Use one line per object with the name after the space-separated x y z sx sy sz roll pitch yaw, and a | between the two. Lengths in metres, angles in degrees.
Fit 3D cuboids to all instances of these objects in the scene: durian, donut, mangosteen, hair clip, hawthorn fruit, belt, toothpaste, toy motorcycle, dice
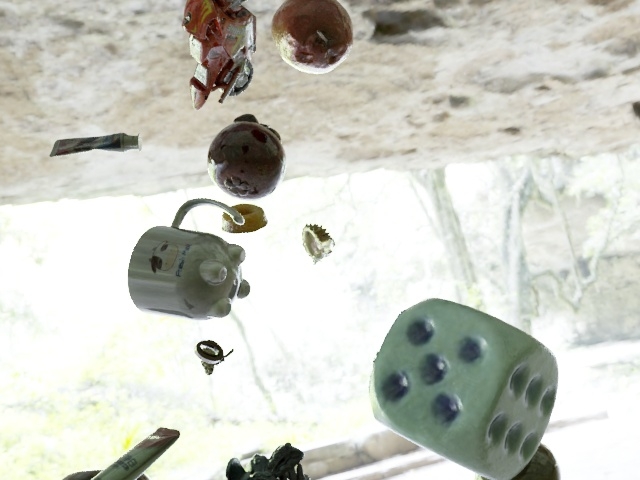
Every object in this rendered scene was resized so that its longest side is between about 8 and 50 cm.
0.012 0.003 2.379 0.078 0.140 0.224 -18 4 -23 | durian
-0.236 -0.068 2.309 0.151 0.058 0.152 -6 25 3 | donut
-0.189 -0.233 2.013 0.215 0.258 0.215 7 -39 6 | mangosteen
-0.167 0.739 2.234 0.206 0.195 0.310 -3 16 19 | hair clip
-0.016 -0.513 1.887 0.210 0.211 0.262 -14 27 -1 | hawthorn fruit
-0.312 0.309 2.116 0.083 0.059 0.036 25 -30 -15 | belt
-0.673 -0.287 2.268 0.266 0.096 0.061 -4 -53 -1 | toothpaste
-0.278 0.318 0.964 0.062 0.039 0.239 -6 24 48 | toothpaste
-0.199 -0.402 1.506 0.171 0.089 0.298 -36 -28 -31 | toy motorcycle
0.272 0.278 1.424 0.262 0.265 0.268 19 -12 40 | dice

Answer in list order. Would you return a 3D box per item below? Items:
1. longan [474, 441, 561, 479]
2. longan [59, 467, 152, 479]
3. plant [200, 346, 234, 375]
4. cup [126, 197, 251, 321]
0.403 0.482 1.546 0.185 0.159 0.204 -42 -7 29 | longan
-0.413 0.533 1.410 0.215 0.246 0.246 1 -4 17 | longan
-0.356 0.409 2.620 0.121 0.117 0.104 -6 -42 -11 | plant
-0.176 0.038 1.116 0.142 0.134 0.173 6 43 24 | cup
